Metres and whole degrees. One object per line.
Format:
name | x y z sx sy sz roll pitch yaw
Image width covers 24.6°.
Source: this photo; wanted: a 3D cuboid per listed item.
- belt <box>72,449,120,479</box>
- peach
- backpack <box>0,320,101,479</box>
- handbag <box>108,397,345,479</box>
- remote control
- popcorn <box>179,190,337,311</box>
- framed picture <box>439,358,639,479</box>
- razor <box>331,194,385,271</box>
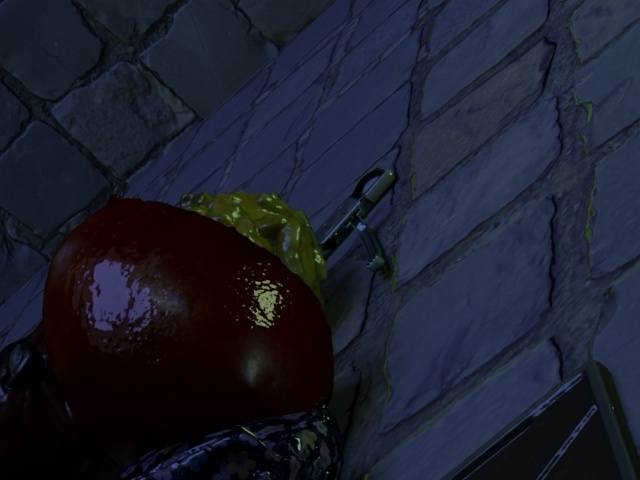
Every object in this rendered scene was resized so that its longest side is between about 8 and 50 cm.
belt | -0.269 0.312 1.675 0.325 0.122 0.260 -55 12 -25
peach | -0.141 0.093 1.501 0.281 0.281 0.338 -42 48 16
backpack | -0.308 0.186 1.621 0.229 0.139 0.229 -59 12 21
handbag | -0.090 0.229 1.274 0.228 0.127 0.208 -30 -12 21
remote control | 0.000 0.000 1.914 0.261 0.029 0.067 -48 15 -4
popcorn | -0.096 0.049 1.739 0.225 0.249 0.249 -21 0 -32
framed picture | 0.097 0.239 1.051 0.324 0.020 0.240 -42 16 15
razor | 0.057 0.004 1.733 0.068 0.037 0.191 -50 17 9
